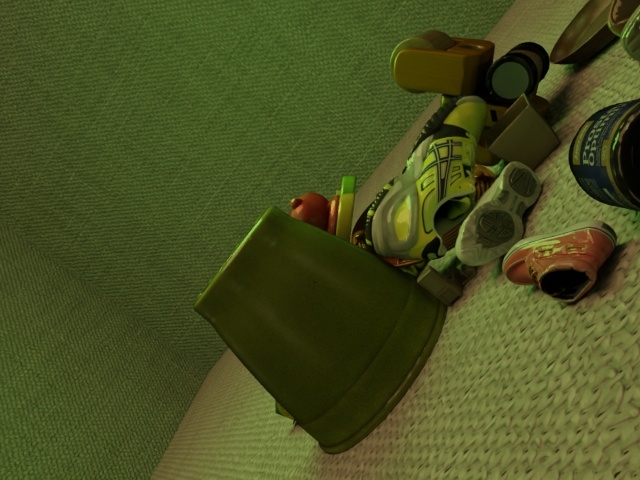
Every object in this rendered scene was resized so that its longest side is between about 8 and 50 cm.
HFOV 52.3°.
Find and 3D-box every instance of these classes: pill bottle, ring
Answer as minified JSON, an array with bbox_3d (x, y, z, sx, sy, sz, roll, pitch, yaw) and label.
[{"bbox_3d":[0.351,-0.094,0.720,0.123,0.123,0.219,-52,0,9],"label":"pill bottle"},{"bbox_3d":[0.209,-0.066,1.371,0.337,0.032,0.336,-24,30,15],"label":"ring"}]

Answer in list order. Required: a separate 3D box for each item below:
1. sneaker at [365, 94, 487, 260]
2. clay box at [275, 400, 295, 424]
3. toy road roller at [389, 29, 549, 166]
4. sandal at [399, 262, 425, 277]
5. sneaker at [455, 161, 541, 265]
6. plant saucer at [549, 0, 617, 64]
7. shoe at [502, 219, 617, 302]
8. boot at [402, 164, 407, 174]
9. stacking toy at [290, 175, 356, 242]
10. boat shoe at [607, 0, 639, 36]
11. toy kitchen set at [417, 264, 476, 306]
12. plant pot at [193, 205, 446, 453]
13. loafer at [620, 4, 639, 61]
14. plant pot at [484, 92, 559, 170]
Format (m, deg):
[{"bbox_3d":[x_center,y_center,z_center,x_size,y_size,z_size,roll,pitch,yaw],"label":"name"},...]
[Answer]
[{"bbox_3d":[0.233,-0.110,1.210,0.384,0.147,0.145,-58,-32,-21],"label":"sneaker"},{"bbox_3d":[-0.053,0.296,1.440,0.127,0.053,0.222,-56,-21,-44],"label":"clay box"},{"bbox_3d":[0.315,-0.301,1.391,0.202,0.330,0.240,-41,-38,-54],"label":"toy road roller"},{"bbox_3d":[0.175,0.006,1.447,0.317,0.138,0.126,-53,4,-23],"label":"sandal"},{"bbox_3d":[0.288,-0.027,1.100,0.232,0.090,0.115,-46,-5,-33],"label":"sneaker"},{"bbox_3d":[0.619,-0.492,1.391,0.310,0.050,0.310,-52,6,8],"label":"plant saucer"},{"bbox_3d":[0.280,0.037,0.811,0.081,0.063,0.178,-50,8,-30],"label":"shoe"},{"bbox_3d":[0.375,-0.297,1.735,0.284,0.138,0.377,-54,1,-19],"label":"boot"},{"bbox_3d":[0.000,0.000,1.446,0.279,0.130,0.309,-81,-3,-61],"label":"stacking toy"},{"bbox_3d":[0.606,-0.452,1.099,0.302,0.109,0.098,-53,-33,3],"label":"boat shoe"},{"bbox_3d":[0.218,0.052,1.126,0.068,0.075,0.083,-48,11,26],"label":"toy kitchen set"},{"bbox_3d":[-0.026,0.132,1.193,0.366,0.353,0.366,-52,6,8],"label":"plant pot"},{"bbox_3d":[0.564,-0.376,0.904,0.319,0.112,0.111,-40,6,29],"label":"loafer"},{"bbox_3d":[0.382,-0.194,1.223,0.109,0.096,0.109,-49,7,25],"label":"plant pot"}]
